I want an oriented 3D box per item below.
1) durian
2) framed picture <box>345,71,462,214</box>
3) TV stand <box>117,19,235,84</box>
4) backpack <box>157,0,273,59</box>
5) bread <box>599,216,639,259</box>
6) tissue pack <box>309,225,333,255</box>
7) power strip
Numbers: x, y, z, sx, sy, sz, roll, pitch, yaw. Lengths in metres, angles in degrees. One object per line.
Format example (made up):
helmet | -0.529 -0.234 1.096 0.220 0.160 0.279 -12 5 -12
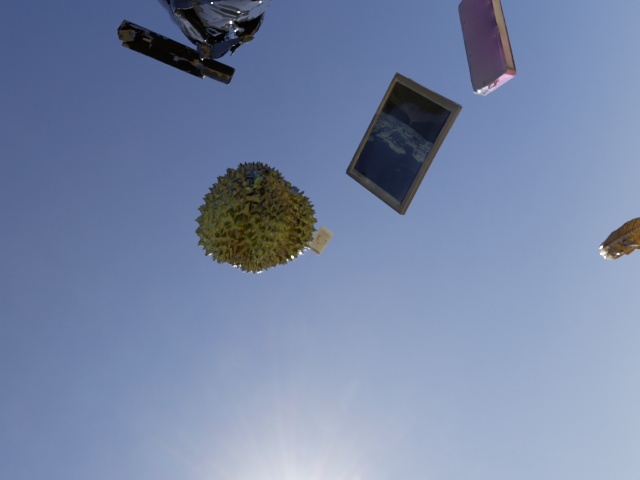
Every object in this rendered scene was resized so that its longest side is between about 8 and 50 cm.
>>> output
durian | -0.152 -0.060 1.290 0.291 0.291 0.225 -40 -30 -38
framed picture | 0.174 -0.211 1.210 0.023 0.189 0.260 1 -57 -49
TV stand | -0.305 -0.394 1.187 0.249 0.042 0.036 21 -122 -8
backpack | -0.213 -0.525 0.991 0.255 0.445 0.363 -48 -66 -16
bread | 0.513 -0.004 0.924 0.083 0.111 0.044 -20 -110 -18
tissue pack | 0.000 0.000 1.930 0.056 0.023 0.108 36 -130 0
power strip | 0.396 -0.487 1.340 0.037 0.109 0.279 2 -107 -29
